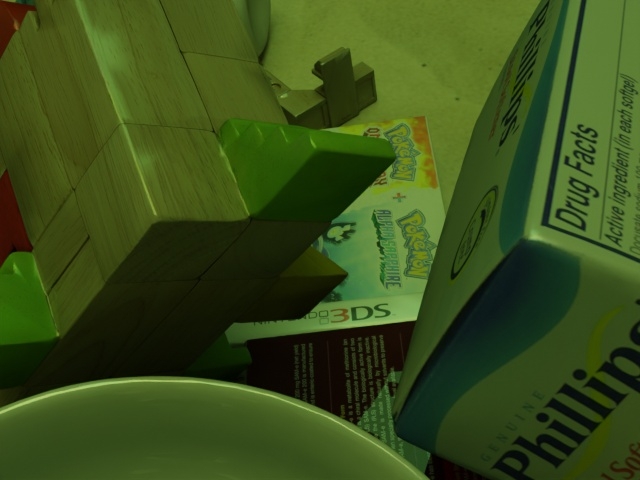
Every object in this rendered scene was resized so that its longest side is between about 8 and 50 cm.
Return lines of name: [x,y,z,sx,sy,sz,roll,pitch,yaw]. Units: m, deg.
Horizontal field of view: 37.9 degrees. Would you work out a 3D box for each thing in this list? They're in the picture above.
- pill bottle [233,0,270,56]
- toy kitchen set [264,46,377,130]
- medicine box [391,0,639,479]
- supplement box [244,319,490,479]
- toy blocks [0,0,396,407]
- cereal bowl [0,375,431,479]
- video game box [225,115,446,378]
pill bottle: [-0.161,-0.222,0.862,0.214,0.117,0.117,1,48,10]
toy kitchen set: [-0.008,-0.142,0.794,0.083,0.068,0.075,-32,50,-19]
medicine box: [0.215,0.016,0.468,0.289,0.149,0.263,23,44,1]
supplement box: [0.077,0.114,0.541,0.239,0.073,0.130,-6,47,4]
toy blocks: [-0.156,-0.037,0.528,0.190,0.381,0.261,0,56,-43]
cereal bowl: [-0.068,0.237,0.381,0.338,0.141,0.339,3,62,-5]
video game box: [0.000,0.000,0.679,0.187,0.048,0.205,-6,47,2]
